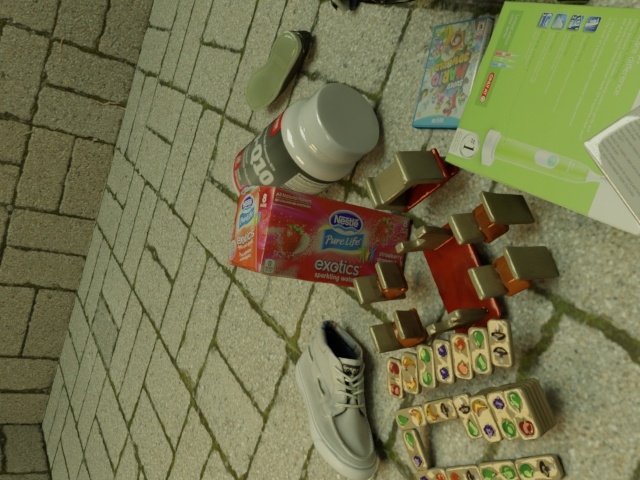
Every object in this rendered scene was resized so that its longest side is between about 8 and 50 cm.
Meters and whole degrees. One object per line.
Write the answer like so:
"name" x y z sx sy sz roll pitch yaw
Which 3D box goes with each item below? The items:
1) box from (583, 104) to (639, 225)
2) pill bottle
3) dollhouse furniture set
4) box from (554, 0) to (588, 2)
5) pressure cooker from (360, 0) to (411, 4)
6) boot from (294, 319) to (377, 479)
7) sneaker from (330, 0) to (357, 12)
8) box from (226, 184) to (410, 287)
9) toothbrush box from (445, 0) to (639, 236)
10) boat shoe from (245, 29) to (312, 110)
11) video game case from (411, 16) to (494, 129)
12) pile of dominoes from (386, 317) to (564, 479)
"box" 0.338 0.034 0.517 0.067 0.063 0.324 -37 77 24
"pill bottle" -0.033 -0.162 1.168 0.283 0.161 0.161 -31 56 49
"dollhouse furniture set" 0.172 0.004 0.879 0.262 0.135 0.259 -39 61 44
"box" 0.308 -0.415 0.758 0.087 0.058 0.232 -129 37 -50
"pressure cooker" 0.123 -0.544 0.870 0.421 0.375 0.370 -61 -3 26
"boot" 0.032 0.242 1.009 0.258 0.095 0.123 56 133 48
"sneaker" 0.016 -0.514 1.256 0.234 0.094 0.153 -7 67 45
"box" 0.000 0.000 0.983 0.122 0.256 0.128 8 88 58
"toothbrush box" 0.301 -0.137 0.697 0.283 0.122 0.206 36 111 55
"boat shoe" -0.092 -0.376 1.408 0.081 0.068 0.228 52 135 6
"video game case" 0.202 -0.255 0.977 0.119 0.015 0.166 17 95 56
"pile of dominoes" 0.171 0.222 0.802 0.251 0.040 0.196 -32 75 47
